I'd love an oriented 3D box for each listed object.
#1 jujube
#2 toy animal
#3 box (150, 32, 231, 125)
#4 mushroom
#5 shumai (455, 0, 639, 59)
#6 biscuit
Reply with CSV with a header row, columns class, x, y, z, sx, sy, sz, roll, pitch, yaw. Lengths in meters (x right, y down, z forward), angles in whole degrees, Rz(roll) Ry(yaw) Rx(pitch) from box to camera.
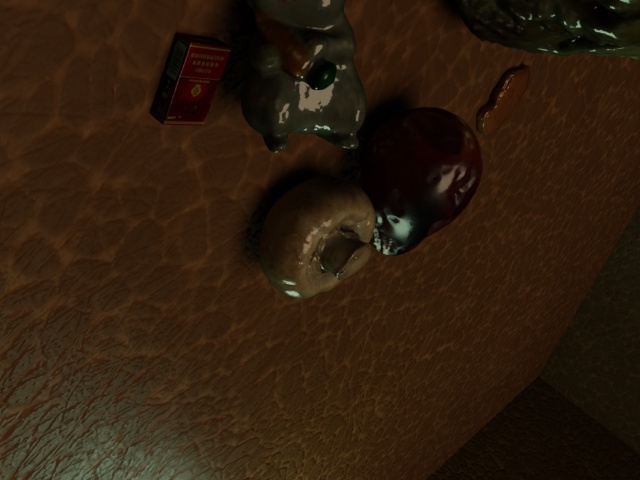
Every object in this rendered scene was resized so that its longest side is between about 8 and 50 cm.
class,x,y,z,sx,sy,sz,roll,pitch,yaw
jujube,0.127,-0.071,1.009,0.168,0.168,0.236,-33,154,-32
toy animal,-0.020,-0.212,0.680,0.125,0.127,0.251,-28,128,-49
box,-0.120,-0.146,0.679,0.052,0.023,0.082,-9,130,-52
mushroom,0.000,0.000,0.928,0.166,0.127,0.166,-33,151,-21
shumai,0.369,-0.353,0.835,0.395,0.348,0.395,-33,149,-23
biscuit,0.308,-0.234,1.232,0.130,0.019,0.102,-54,154,4
